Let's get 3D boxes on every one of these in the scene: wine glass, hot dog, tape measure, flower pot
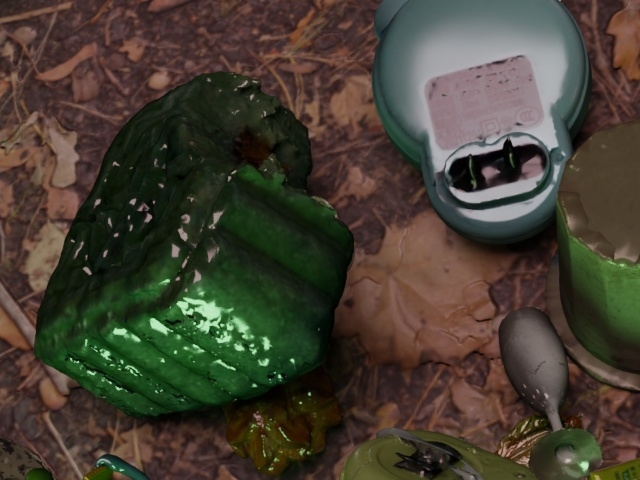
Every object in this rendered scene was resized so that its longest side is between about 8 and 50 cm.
[{"bbox_3d":[0.194,0.132,1.634,0.066,0.066,0.198,-19,31,5],"label":"wine glass"},{"bbox_3d":[0.182,0.196,1.659,0.133,0.041,0.056,-37,60,-5],"label":"hot dog"},{"bbox_3d":[0.093,0.217,1.590,0.177,0.154,0.087,19,113,36],"label":"tape measure"},{"bbox_3d":[0.298,0.002,1.642,0.212,0.202,0.212,-5,62,9],"label":"flower pot"}]

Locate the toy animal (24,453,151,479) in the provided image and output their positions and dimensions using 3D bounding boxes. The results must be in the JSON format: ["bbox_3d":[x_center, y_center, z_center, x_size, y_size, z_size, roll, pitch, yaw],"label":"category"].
[{"bbox_3d":[-0.170,0.249,1.687,0.208,0.100,0.103,10,70,7],"label":"toy animal"}]

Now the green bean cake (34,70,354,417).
[{"bbox_3d":[-0.104,-0.011,1.701,0.300,0.169,0.308,-21,42,50],"label":"green bean cake"}]

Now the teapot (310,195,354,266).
[{"bbox_3d":[0.000,0.000,1.790,0.057,0.083,0.067,-8,59,6],"label":"teapot"}]

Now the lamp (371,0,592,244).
[{"bbox_3d":[0.158,-0.131,1.776,0.209,0.147,0.284,-15,52,10],"label":"lamp"}]

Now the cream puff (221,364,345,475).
[{"bbox_3d":[-0.041,0.155,1.714,0.116,0.094,0.122,16,73,25],"label":"cream puff"}]

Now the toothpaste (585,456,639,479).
[{"bbox_3d":[0.391,0.199,1.560,0.327,0.110,0.077,-18,62,6],"label":"toothpaste"}]

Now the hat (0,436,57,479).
[{"bbox_3d":[-0.364,0.276,1.722,0.265,0.128,0.265,-6,64,12],"label":"hat"}]
